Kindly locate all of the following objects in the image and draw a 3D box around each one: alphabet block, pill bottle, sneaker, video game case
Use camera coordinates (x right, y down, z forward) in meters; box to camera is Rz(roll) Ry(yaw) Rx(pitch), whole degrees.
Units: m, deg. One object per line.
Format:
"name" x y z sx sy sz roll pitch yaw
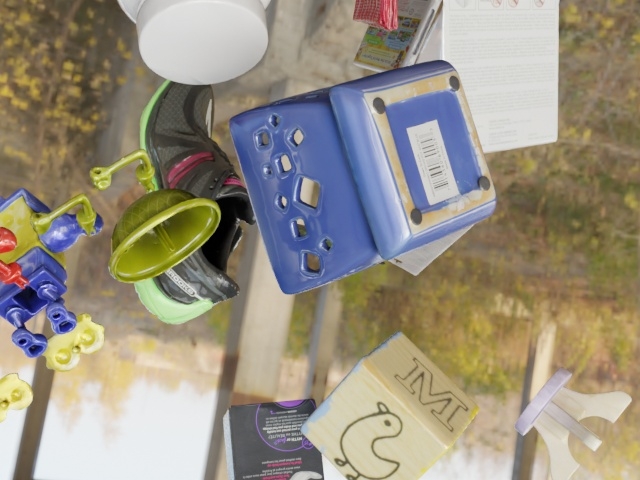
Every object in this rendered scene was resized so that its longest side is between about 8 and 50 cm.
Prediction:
"alphabet block" 0.119 0.301 1.593 0.197 0.192 0.193 43 -154 12
"pill bottle" -0.185 -0.436 1.347 0.229 0.407 0.229 -8 153 -4
"sneaker" -0.205 -0.087 1.665 0.202 0.482 0.185 -11 156 17
"video game case" 0.166 -0.458 2.030 0.026 0.206 0.227 20 -172 -29

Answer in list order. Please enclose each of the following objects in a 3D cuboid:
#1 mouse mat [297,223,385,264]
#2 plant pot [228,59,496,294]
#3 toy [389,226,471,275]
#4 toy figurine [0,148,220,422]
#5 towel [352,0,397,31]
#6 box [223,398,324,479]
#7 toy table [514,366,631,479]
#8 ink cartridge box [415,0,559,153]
"mouse mat" 0.000 0.000 1.570 0.190 0.007 0.152 27 -170 33
"plant pot" 0.064 -0.085 1.143 0.236 0.236 0.212 -21 -175 -42
"toy" 0.264 0.001 2.318 0.137 0.237 0.056 30 151 38
"toy figurine" -0.310 -0.005 0.984 0.217 0.362 0.191 52 -178 40
"towel" 0.080 -0.436 1.491 0.031 0.199 0.275 -4 -164 -6
"box" -0.083 0.437 1.727 0.165 0.270 0.143 -3 163 -11
"toy table" 0.540 0.396 2.076 0.161 0.252 0.274 38 -166 18
"ink cartridge box" 0.293 -0.349 1.670 0.308 0.385 0.091 -11 -167 -37
